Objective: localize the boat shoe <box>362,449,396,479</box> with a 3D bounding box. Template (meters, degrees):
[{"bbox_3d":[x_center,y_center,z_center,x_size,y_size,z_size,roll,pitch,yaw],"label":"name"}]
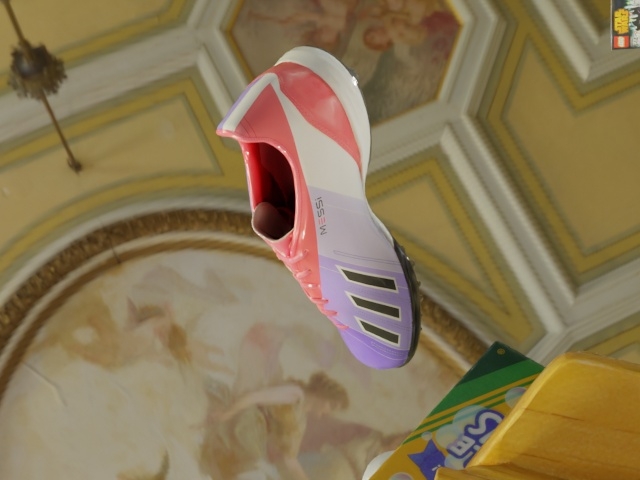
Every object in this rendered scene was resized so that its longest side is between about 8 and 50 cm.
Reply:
[{"bbox_3d":[0.189,0.340,1.253,0.335,0.119,0.121,38,-112,-28],"label":"boat shoe"}]

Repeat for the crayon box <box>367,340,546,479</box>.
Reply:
[{"bbox_3d":[0.132,0.251,0.896,0.203,0.083,0.323,29,-122,33],"label":"crayon box"}]

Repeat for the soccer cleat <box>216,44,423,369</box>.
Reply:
[{"bbox_3d":[0.000,0.000,0.919,0.108,0.318,0.116,19,-132,40],"label":"soccer cleat"}]

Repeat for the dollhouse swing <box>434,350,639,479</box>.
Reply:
[{"bbox_3d":[0.235,0.082,0.588,0.315,0.347,0.305,15,-79,9],"label":"dollhouse swing"}]

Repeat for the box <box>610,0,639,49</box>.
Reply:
[{"bbox_3d":[0.406,-0.299,1.360,0.093,0.137,0.027,-1,-133,14],"label":"box"}]
